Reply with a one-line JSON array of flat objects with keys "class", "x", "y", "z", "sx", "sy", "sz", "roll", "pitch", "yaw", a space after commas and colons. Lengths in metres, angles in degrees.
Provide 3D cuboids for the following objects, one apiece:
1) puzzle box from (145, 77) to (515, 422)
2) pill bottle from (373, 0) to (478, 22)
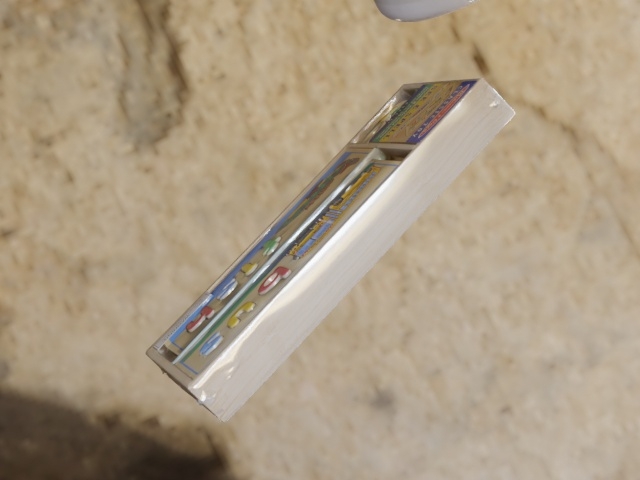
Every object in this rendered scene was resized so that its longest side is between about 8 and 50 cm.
[{"class": "puzzle box", "x": 0.000, "y": 0.000, "z": 1.880, "sx": 0.409, "sy": 0.052, "sz": 0.272, "roll": -47, "pitch": 13, "yaw": -8}, {"class": "pill bottle", "x": 0.100, "y": -0.501, "z": 2.376, "sx": 0.229, "sy": 0.408, "sz": 0.229, "roll": -22, "pitch": 23, "yaw": 10}]
